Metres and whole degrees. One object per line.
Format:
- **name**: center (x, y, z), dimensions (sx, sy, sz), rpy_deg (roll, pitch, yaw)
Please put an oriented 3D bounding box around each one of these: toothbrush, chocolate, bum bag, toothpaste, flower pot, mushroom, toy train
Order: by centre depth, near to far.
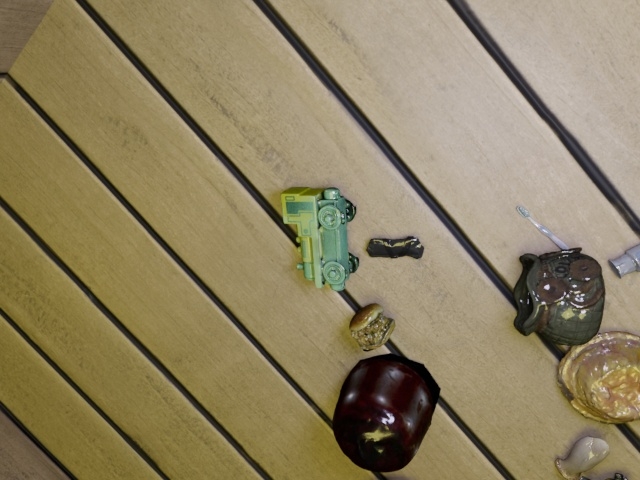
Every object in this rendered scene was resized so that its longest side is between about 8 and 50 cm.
- **toothpaste**: center (1.030, 0.021, 1.437), dimensions (0.299, 0.073, 0.114), rpy_deg (-28, 99, 13)
- **flower pot**: center (0.712, 0.160, 1.443), dimensions (0.213, 0.302, 0.302), rpy_deg (5, 109, 13)
- **toothbrush**: center (0.724, -0.018, 1.516), dimensions (0.269, 0.027, 0.021), rpy_deg (40, 100, -3)
- **bum bag**: center (0.254, 0.022, 1.636), dimensions (0.197, 0.049, 0.087), rpy_deg (-1, 132, 14)
- **toy train**: center (0.000, 0.000, 1.642), dimensions (0.237, 0.150, 0.369), rpy_deg (3, 109, 22)
- **mushroom**: center (0.932, 0.769, 1.702), dimensions (0.097, 0.088, 0.212), rpy_deg (10, 121, -24)
- **chocolate**: center (0.226, 0.637, 1.703), dimensions (0.383, 0.331, 0.383), rpy_deg (4, 107, 12)

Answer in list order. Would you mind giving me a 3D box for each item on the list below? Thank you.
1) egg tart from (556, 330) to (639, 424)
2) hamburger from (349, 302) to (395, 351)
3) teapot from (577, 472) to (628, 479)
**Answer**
- **egg tart**: center (0.964, 0.469, 1.562), dimensions (0.352, 0.150, 0.352), rpy_deg (3, 106, 10)
- **hamburger**: center (0.169, 0.300, 1.700), dimensions (0.131, 0.159, 0.185), rpy_deg (46, 139, -9)
- **teapot**: center (1.035, 0.914, 1.698), dimensions (0.269, 0.173, 0.182), rpy_deg (24, 82, 10)
